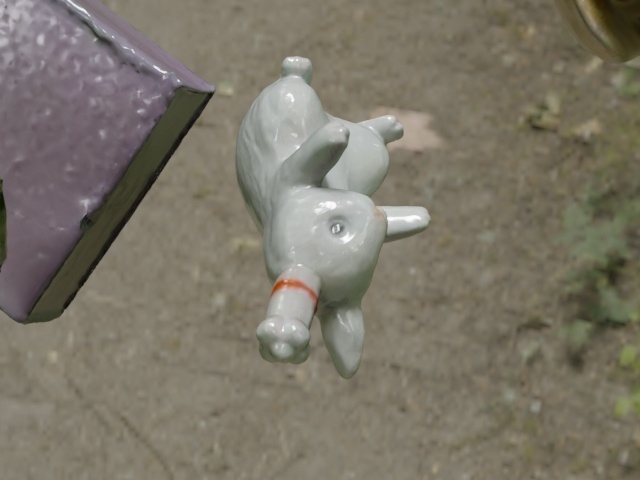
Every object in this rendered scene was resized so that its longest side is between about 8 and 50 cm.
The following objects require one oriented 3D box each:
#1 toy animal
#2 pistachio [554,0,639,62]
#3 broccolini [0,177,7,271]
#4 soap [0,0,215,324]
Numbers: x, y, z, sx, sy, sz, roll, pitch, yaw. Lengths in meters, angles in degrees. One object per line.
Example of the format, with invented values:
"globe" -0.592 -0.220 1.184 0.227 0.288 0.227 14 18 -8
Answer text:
"toy animal" 0.009 -0.013 1.322 0.140 0.138 0.282 37 24 -36
"pistachio" 0.259 -0.282 1.368 0.214 0.193 0.318 34 42 -23
"broccolini" -0.241 -0.099 1.052 0.062 0.271 0.123 -11 35 -7
"soap" -0.301 -0.114 1.632 0.285 0.296 0.107 39 11 10
